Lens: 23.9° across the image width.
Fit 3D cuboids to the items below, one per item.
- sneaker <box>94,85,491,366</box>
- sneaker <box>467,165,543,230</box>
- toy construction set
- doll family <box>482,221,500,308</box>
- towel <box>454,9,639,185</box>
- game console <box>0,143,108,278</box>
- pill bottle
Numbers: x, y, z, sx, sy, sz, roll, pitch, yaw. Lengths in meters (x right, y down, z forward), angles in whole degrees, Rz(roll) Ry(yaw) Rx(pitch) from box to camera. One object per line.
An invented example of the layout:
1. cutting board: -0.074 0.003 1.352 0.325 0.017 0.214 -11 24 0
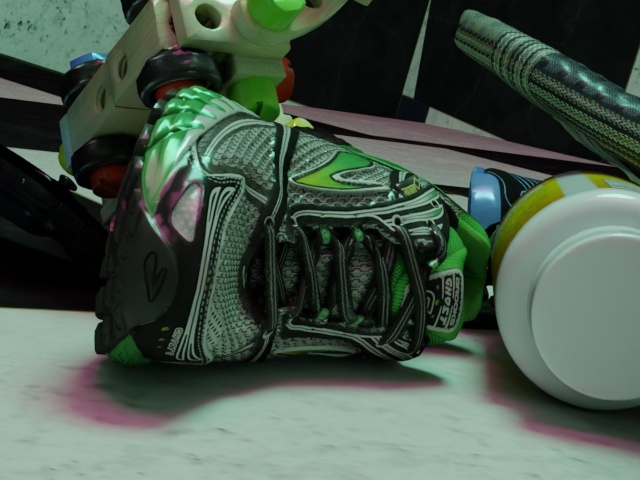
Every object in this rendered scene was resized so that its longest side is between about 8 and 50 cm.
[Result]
1. sneaker: 0.000 0.000 0.779 0.146 0.134 0.343 18 12 21
2. sneaker: 0.189 -0.027 1.398 0.090 0.081 0.232 4 5 13
3. toy construction set: -0.046 -0.098 0.956 0.215 0.327 0.151 1 50 -32
4. doll family: 0.088 0.017 1.009 0.193 0.076 0.111 8 10 27
5. towel: 0.262 -0.017 0.995 0.324 0.056 0.312 27 9 -46
6. game console: -0.241 -0.061 1.017 0.361 0.044 0.213 30 -6 42
7. pill bottle: 0.154 0.025 0.837 0.117 0.117 0.215 10 8 5
